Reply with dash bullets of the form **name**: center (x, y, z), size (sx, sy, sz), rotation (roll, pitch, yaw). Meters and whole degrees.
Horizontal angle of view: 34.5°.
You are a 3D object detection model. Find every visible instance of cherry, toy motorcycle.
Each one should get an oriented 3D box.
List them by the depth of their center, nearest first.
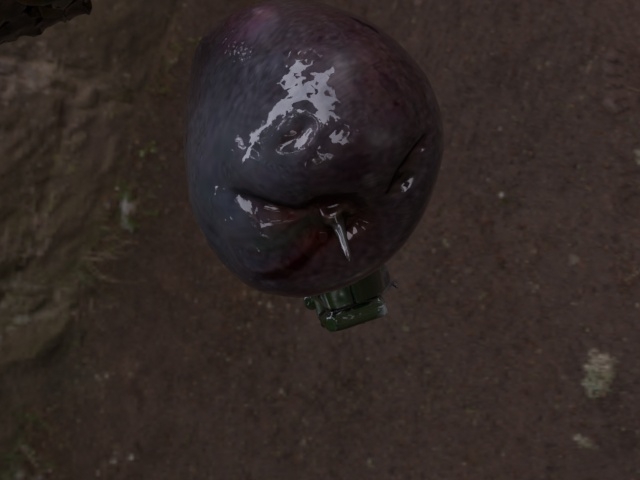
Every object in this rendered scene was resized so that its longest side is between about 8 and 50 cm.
- **cherry**: center (-0.010, -0.054, 0.600), size (0.176, 0.140, 0.176), rotation (179, 90, -65)
- **toy motorcycle**: center (0.000, 0.000, 0.952), size (0.275, 0.127, 0.205), rotation (-102, -3, -77)

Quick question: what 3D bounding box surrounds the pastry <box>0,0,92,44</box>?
- **pastry**: center (-0.208, -0.173, 0.504), size (0.193, 0.275, 0.275), rotation (50, 128, 8)
